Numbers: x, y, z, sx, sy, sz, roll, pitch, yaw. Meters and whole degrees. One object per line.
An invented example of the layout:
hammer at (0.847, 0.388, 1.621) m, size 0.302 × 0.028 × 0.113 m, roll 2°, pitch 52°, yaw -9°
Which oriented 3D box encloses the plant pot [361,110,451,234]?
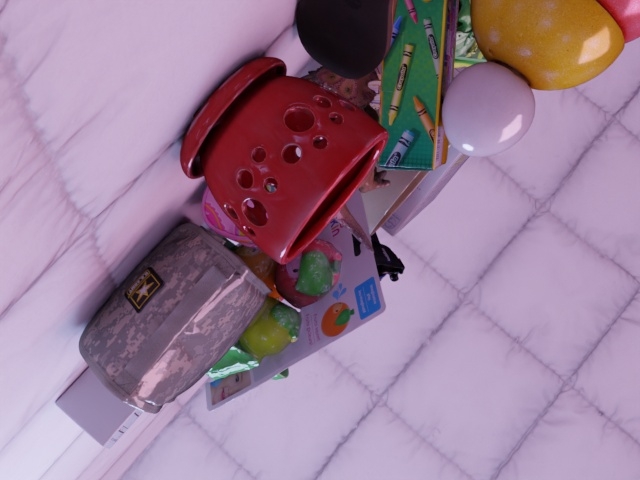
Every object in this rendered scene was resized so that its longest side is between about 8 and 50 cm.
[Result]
plant pot at (0.113, -0.176, 1.777) m, size 0.284 × 0.191 × 0.284 m, roll -49°, pitch 176°, yaw -5°

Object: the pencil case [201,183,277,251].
pencil case at (-0.090, -0.048, 1.380) m, size 0.124 × 0.124 × 0.284 m, roll -49°, pitch 174°, yaw 0°

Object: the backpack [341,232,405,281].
backpack at (0.000, 0.000, 1.879) m, size 0.213 × 0.276 × 0.263 m, roll -28°, pitch 176°, yaw 22°

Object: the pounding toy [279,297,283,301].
pounding toy at (-0.103, 0.068, 2.202) m, size 0.237 × 0.110 × 0.183 m, roll -50°, pitch 175°, yaw 15°

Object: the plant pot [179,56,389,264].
plant pot at (-0.045, -0.098, 1.062) m, size 0.191 × 0.174 × 0.191 m, roll -48°, pitch 175°, yaw -5°

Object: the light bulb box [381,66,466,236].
light bulb box at (0.229, -0.246, 2.069) m, size 0.361 × 0.225 × 0.358 m, roll -52°, pitch 174°, yaw 24°

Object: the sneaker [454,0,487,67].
sneaker at (0.246, -0.344, 1.542) m, size 0.296 × 0.109 × 0.123 m, roll -11°, pitch 152°, yaw -12°

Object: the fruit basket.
fruit basket at (-0.068, 0.067, 1.545) m, size 0.353 × 0.165 × 0.327 m, roll -37°, pitch -140°, yaw 27°

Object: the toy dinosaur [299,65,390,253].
toy dinosaur at (0.027, -0.131, 1.324) m, size 0.200 × 0.127 × 0.295 m, roll 7°, pitch 85°, yaw -81°

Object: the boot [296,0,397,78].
boot at (0.051, -0.279, 1.010) m, size 0.115 × 0.112 × 0.305 m, roll -59°, pitch 177°, yaw -23°

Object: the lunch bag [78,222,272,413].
lunch bag at (-0.196, 0.103, 1.312) m, size 0.235 × 0.169 × 0.287 m, roll -48°, pitch 180°, yaw -5°

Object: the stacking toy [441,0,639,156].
stacking toy at (0.305, -0.320, 1.232) m, size 0.480 × 0.351 × 0.350 m, roll -55°, pitch 175°, yaw -2°

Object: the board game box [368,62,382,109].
board game box at (0.117, -0.253, 1.523) m, size 0.193 × 0.147 × 0.045 m, roll 99°, pitch -7°, yaw -82°

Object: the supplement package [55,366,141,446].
supplement package at (-0.323, 0.235, 1.549) m, size 0.179 × 0.105 × 0.105 m, roll -48°, pitch 175°, yaw -14°

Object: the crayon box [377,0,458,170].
crayon box at (0.137, -0.239, 1.311) m, size 0.165 × 0.081 × 0.278 m, roll -29°, pitch 123°, yaw -75°
